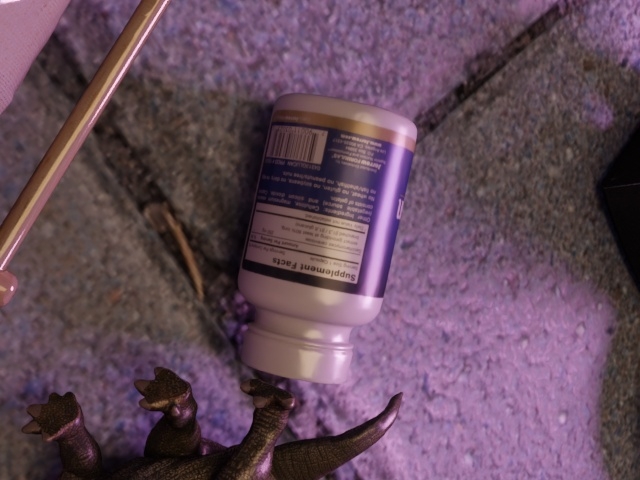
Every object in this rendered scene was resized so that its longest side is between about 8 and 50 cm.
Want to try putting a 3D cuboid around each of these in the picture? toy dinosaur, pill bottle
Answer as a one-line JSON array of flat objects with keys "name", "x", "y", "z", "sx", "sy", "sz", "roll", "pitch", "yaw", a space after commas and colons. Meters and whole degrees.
[{"name": "toy dinosaur", "x": -0.089, "y": 0.161, "z": 0.515, "sx": 0.313, "sy": 0.121, "sz": 0.160, "roll": -29, "pitch": 140, "yaw": -36}, {"name": "pill bottle", "x": 0.000, "y": 0.000, "z": 0.546, "sx": 0.094, "sy": 0.094, "sz": 0.170, "roll": 12, "pitch": 91, "yaw": -33}]

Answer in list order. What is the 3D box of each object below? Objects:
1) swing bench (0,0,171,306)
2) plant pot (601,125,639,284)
[{"name": "swing bench", "x": -0.193, "y": -0.142, "z": 0.357, "sx": 0.254, "sy": 0.165, "sz": 0.253, "roll": 30, "pitch": 80, "yaw": -5}, {"name": "plant pot", "x": 0.355, "y": -0.041, "z": 0.724, "sx": 0.167, "sy": 0.188, "sz": 0.187, "roll": 43, "pitch": 74, "yaw": -16}]
